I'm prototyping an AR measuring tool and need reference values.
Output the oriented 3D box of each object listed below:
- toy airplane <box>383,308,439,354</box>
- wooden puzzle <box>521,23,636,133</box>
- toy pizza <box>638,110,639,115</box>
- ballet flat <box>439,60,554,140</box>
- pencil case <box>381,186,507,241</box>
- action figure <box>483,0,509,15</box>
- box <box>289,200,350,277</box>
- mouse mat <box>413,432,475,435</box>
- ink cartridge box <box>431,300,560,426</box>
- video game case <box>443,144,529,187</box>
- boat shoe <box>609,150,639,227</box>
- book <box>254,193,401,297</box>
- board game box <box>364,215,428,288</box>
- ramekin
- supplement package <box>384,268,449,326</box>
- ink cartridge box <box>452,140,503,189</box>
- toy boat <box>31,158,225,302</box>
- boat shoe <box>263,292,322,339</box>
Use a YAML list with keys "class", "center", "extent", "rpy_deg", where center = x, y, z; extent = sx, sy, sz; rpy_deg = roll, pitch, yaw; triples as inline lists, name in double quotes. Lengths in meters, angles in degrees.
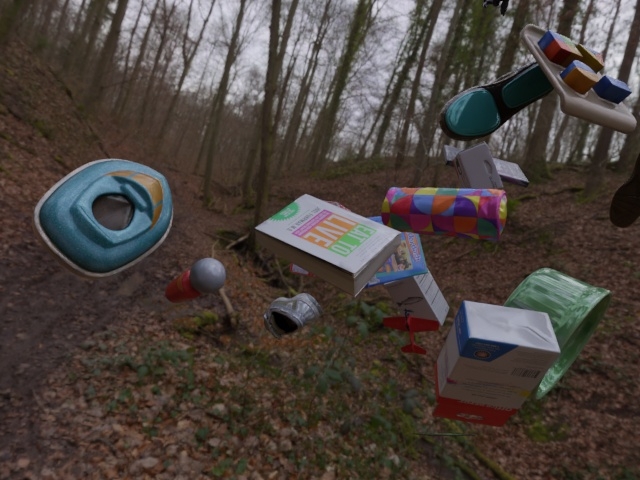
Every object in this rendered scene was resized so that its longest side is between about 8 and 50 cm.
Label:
- class: "toy airplane"
  center: [0.230, 0.238, 1.067]
  extent: [0.151, 0.151, 0.028]
  rpy_deg: [16, 35, 21]
- class: "wooden puzzle"
  center: [0.791, -0.503, 1.248]
  extent: [0.322, 0.348, 0.080]
  rpy_deg: [7, -31, -23]
- class: "toy pizza"
  center: [0.603, -0.263, 0.645]
  extent: [0.032, 0.201, 0.201]
  rpy_deg: [56, -7, -1]
- class: "ballet flat"
  center: [0.566, -0.453, 1.399]
  extent: [0.164, 0.482, 0.182]
  rpy_deg: [63, -13, -10]
- class: "pencil case"
  center: [0.236, -0.054, 0.810]
  extent: [0.236, 0.105, 0.104]
  rpy_deg: [7, -10, 33]
- class: "action figure"
  center: [0.372, -0.628, 0.961]
  extent: [0.275, 0.141, 0.164]
  rpy_deg: [24, -19, 26]
- class: "box"
  center: [0.000, 0.000, 1.652]
  extent: [0.154, 0.300, 0.142]
  rpy_deg: [9, -5, 27]
- class: "mouse mat"
  center: [0.396, 0.627, 1.346]
  extent: [0.152, 0.007, 0.190]
  rpy_deg: [1, -22, -4]
- class: "ink cartridge box"
  center: [0.272, 0.212, 0.687]
  extent: [0.134, 0.078, 0.231]
  rpy_deg: [9, -50, 3]
- class: "video game case"
  center: [0.569, -0.264, 1.453]
  extent: [0.274, 0.026, 0.196]
  rpy_deg: [17, 30, 4]
- class: "boat shoe"
  center: [1.060, -0.181, 1.357]
  extent: [0.098, 0.302, 0.109]
  rpy_deg: [-2, 26, -28]
- class: "book"
  center: [0.008, -0.003, 0.488]
  extent: [0.144, 0.096, 0.035]
  rpy_deg: [24, -43, 31]
- class: "board game box"
  center: [0.159, 0.021, 1.004]
  extent: [0.210, 0.160, 0.047]
  rpy_deg: [-7, -9, -36]
- class: "ramekin"
  center: [0.537, 0.213, 1.001]
  extent: [0.148, 0.303, 0.303]
  rpy_deg: [36, 8, 39]
- class: "supplement package"
  center: [0.288, 0.166, 1.239]
  extent: [0.105, 0.179, 0.105]
  rpy_deg: [-25, 11, 38]
- class: "ink cartridge box"
  center: [0.416, -0.182, 1.115]
  extent: [0.072, 0.128, 0.175]
  rpy_deg: [-21, -1, 13]
- class: "toy boat"
  center: [-0.317, -0.011, 0.761]
  extent: [0.148, 0.267, 0.318]
  rpy_deg: [-25, -65, 34]
- class: "boat shoe"
  center: [-0.113, 0.251, 1.324]
  extent: [0.118, 0.103, 0.320]
  rpy_deg: [55, -35, -6]
